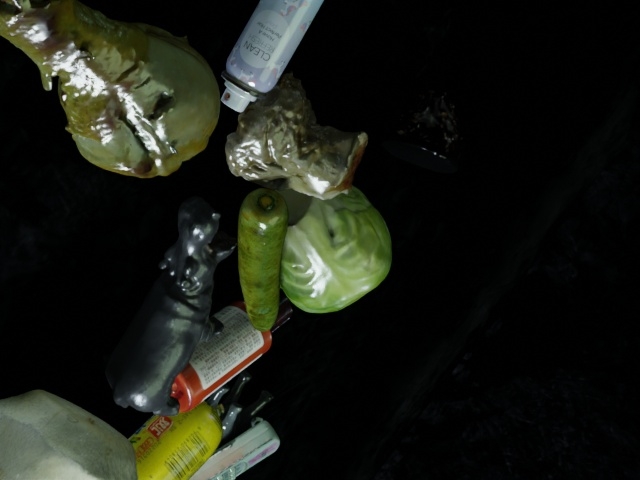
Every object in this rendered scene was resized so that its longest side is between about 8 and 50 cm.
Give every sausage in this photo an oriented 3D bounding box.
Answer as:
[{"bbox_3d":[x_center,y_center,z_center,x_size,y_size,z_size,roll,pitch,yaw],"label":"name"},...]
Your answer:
[{"bbox_3d":[-0.294,0.390,2.057,0.347,0.123,0.123,-43,156,-24],"label":"sausage"}]

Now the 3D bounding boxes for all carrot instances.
[{"bbox_3d":[-0.091,0.044,1.875,0.074,0.074,0.358,-42,158,-27],"label":"carrot"}]

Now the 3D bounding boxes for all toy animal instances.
[{"bbox_3d":[-0.156,0.322,2.303,0.137,0.082,0.269,-55,162,10],"label":"toy animal"},{"bbox_3d":[-0.212,0.097,1.827,0.168,0.106,0.343,5,109,-64],"label":"toy animal"}]

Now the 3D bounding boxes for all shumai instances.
[{"bbox_3d":[-0.031,-0.130,1.739,0.166,0.175,0.206,-54,168,-2],"label":"shumai"}]

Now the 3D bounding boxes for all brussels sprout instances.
[{"bbox_3d":[0.000,0.000,1.967,0.244,0.244,0.244,-43,156,-25],"label":"brussels sprout"}]

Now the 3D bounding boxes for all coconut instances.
[{"bbox_3d":[-0.388,0.344,1.654,0.266,0.237,0.237,-59,158,-2],"label":"coconut"}]

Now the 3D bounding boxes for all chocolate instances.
[{"bbox_3d":[0.195,-0.208,2.200,0.156,0.156,0.133,41,66,-68],"label":"chocolate"}]

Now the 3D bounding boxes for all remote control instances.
[{"bbox_3d":[-0.227,0.443,2.231,0.344,0.050,0.145,-31,164,-13],"label":"remote control"}]

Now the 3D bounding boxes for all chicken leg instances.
[{"bbox_3d":[-0.236,-0.197,1.325,0.201,0.153,0.429,-64,152,-9],"label":"chicken leg"}]

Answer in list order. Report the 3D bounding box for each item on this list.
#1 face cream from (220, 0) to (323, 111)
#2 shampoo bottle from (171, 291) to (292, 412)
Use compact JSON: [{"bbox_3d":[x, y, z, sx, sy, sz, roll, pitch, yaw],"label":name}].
[{"bbox_3d":[-0.061,-0.276,1.621,0.229,0.075,0.075,-60,158,12],"label":"face cream"},{"bbox_3d":[-0.155,0.171,2.043,0.278,0.104,0.104,-35,151,-39],"label":"shampoo bottle"}]
